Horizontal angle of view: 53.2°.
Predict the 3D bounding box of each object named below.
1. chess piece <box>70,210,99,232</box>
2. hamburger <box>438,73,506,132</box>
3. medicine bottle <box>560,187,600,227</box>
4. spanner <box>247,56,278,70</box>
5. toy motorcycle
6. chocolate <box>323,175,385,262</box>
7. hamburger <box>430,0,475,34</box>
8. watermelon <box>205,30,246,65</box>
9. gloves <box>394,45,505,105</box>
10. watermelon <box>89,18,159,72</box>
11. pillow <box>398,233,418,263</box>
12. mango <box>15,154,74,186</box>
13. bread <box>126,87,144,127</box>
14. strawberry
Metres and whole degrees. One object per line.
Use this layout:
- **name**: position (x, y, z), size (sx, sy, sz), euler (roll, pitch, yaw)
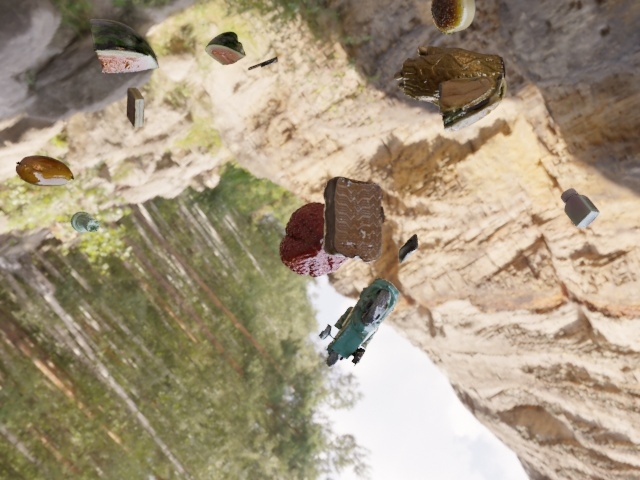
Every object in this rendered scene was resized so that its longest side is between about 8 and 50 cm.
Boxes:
- **chess piece**: position (-0.721, -0.052, 1.970), size (0.103, 0.067, 0.067), euler (13, -130, 46)
- **hamburger**: position (0.471, -0.414, 1.958), size (0.208, 0.135, 0.155), euler (-10, -123, 17)
- **medicine bottle**: position (0.800, -0.105, 1.985), size (0.074, 0.055, 0.118), euler (-59, -139, 37)
- **spanner**: position (-0.132, -0.394, 1.430), size (0.046, 0.012, 0.208), euler (-25, -162, -14)
- **toy motorcycle**: position (0.094, 0.174, 1.456), size (0.198, 0.109, 0.296), euler (-50, 174, -47)
- **chocolate**: position (0.077, -0.047, 1.608), size (0.093, 0.148, 0.214), euler (-20, -116, 63)
- **hamburger**: position (0.362, -0.640, 1.777), size (0.082, 0.126, 0.141), euler (-14, -169, -24)
- **watermelon**: position (-0.255, -0.528, 1.718), size (0.163, 0.087, 0.068), euler (10, -105, 59)
- **gloves**: position (0.420, -0.544, 2.091), size (0.357, 0.203, 0.155), euler (1, -178, 11)
- **watermelon**: position (-0.494, -0.480, 1.548), size (0.137, 0.193, 0.145), euler (-58, -178, -13)
- **pillow**: position (0.394, 0.037, 2.860), size (0.135, 0.055, 0.091), euler (-52, -132, 36)
- **mango**: position (-0.617, -0.151, 1.426), size (0.127, 0.077, 0.063), euler (4, 135, -47)
- **bread**: position (-0.558, -0.401, 1.922), size (0.035, 0.094, 0.090), euler (-9, -144, -31)
- **strawberry**: position (0.000, 0.000, 2.050), size (0.288, 0.239, 0.250), euler (169, -64, -78)
